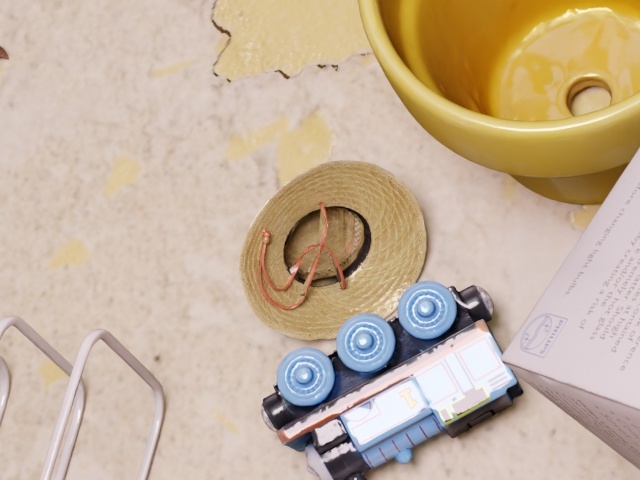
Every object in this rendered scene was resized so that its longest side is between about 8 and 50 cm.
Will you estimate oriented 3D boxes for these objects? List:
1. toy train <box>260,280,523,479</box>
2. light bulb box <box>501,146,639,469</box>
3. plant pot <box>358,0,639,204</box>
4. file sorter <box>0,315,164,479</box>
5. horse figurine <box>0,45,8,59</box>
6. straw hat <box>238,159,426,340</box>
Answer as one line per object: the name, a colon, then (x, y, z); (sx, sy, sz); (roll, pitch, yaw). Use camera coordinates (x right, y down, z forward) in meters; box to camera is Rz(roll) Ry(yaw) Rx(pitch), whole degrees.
toy train: (0.051, 0.104, 1.373); (0.184, 0.080, 0.105); (-29, 73, 3)
light bulb box: (0.361, 0.102, 1.070); (0.225, 0.358, 0.361); (-56, 24, -8)
plant pot: (0.173, -0.141, 1.334); (0.254, 0.239, 0.254); (-6, 68, 14)
file sorter: (-0.276, 0.143, 1.378); (0.277, 0.193, 0.173); (8, 71, 16)
horse figurine: (-0.392, -0.140, 1.571); (0.263, 0.066, 0.174); (7, 68, 18)
straw hat: (0.000, 0.000, 1.425); (0.144, 0.144, 0.061); (-43, 25, -3)
